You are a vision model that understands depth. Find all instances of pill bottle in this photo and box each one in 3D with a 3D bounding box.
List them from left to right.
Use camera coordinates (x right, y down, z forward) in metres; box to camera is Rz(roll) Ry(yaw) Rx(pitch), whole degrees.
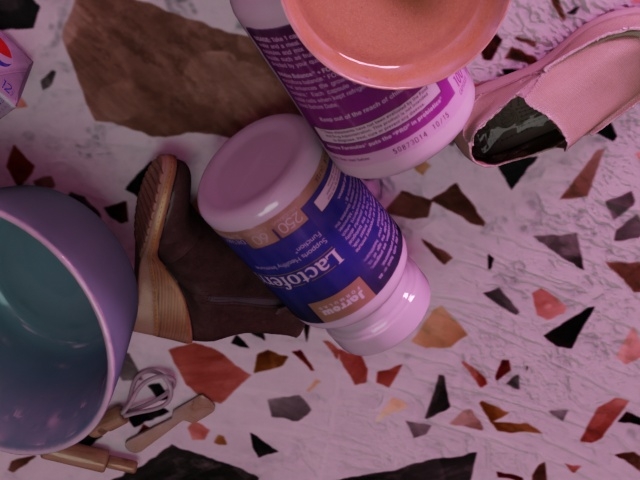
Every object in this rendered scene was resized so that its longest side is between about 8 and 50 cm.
[{"bbox_3d":[0.000,0.000,1.846,0.153,0.153,0.265,-25,129,23],"label":"pill bottle"},{"bbox_3d":[0.016,-0.219,1.661,0.169,0.169,0.301,-21,125,20],"label":"pill bottle"}]

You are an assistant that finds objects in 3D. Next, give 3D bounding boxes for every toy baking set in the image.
[{"bbox_3d":[-0.271,0.217,2.129,0.256,0.030,0.197,18,128,-10],"label":"toy baking set"}]

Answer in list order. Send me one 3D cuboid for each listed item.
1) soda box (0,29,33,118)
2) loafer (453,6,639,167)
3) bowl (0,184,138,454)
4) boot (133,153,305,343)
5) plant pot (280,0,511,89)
[{"bbox_3d":[-0.442,-0.126,1.822,0.286,0.091,0.098,-32,118,27],"label":"soda box"},{"bbox_3d":[0.254,-0.143,1.752,0.268,0.092,0.102,-28,122,24],"label":"loafer"},{"bbox_3d":[-0.326,0.062,1.888,0.311,0.163,0.311,12,121,20],"label":"bowl"},{"bbox_3d":[-0.105,0.010,1.933,0.207,0.090,0.248,0,126,-14],"label":"boot"},{"bbox_3d":[0.066,-0.256,1.553,0.236,0.032,0.236,-3,100,-18],"label":"plant pot"}]
